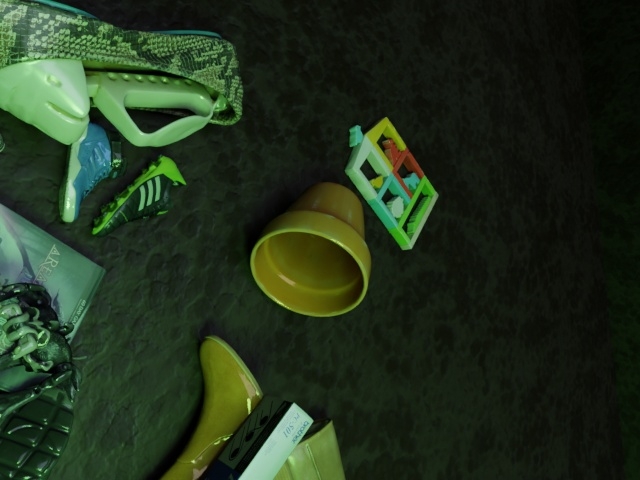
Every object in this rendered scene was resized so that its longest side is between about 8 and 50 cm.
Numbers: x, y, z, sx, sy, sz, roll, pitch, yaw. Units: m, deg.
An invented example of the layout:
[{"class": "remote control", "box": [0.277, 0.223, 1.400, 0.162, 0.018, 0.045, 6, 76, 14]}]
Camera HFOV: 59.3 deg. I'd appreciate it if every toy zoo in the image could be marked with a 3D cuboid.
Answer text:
[{"class": "toy zoo", "box": [0.159, -0.147, 1.294, 0.293, 0.030, 0.192, 51, 51, -24]}]

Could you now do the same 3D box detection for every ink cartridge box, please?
[{"class": "ink cartridge box", "box": [-0.104, 0.314, 0.775, 0.046, 0.097, 0.207, 47, 65, -16]}]

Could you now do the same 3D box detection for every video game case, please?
[{"class": "video game case", "box": [-0.406, 0.056, 0.673, 0.274, 0.026, 0.196, 46, 53, -44]}]

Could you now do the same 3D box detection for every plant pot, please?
[{"class": "plant pot", "box": [0.000, 0.000, 1.014, 0.205, 0.205, 0.188, 50, 37, -25]}]

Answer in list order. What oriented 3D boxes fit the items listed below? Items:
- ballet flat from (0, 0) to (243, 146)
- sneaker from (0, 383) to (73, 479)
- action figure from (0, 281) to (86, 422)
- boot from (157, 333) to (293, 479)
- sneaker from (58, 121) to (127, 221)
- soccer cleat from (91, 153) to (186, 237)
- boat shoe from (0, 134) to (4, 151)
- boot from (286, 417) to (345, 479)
[{"class": "ballet flat", "box": [-0.291, -0.218, 0.777, 0.482, 0.164, 0.182, -10, 80, -48]}, {"class": "sneaker", "box": [-0.378, 0.296, 0.650, 0.101, 0.106, 0.268, 25, 54, -10]}, {"class": "action figure", "box": [-0.353, 0.113, 0.606, 0.140, 0.276, 0.164, -21, 76, -10]}, {"class": "boot", "box": [-0.176, 0.313, 0.838, 0.211, 0.104, 0.295, -27, 95, -36]}, {"class": "sneaker", "box": [-0.320, -0.094, 0.805, 0.084, 0.058, 0.152, 12, 67, -33]}, {"class": "soccer cleat", "box": [-0.268, -0.057, 0.849, 0.072, 0.060, 0.179, 54, 48, -24]}, {"class": "boat shoe", "box": [-0.451, -0.161, 0.707, 0.125, 0.038, 0.046, 52, 51, -23]}, {"class": "boot", "box": [-0.030, 0.480, 0.959, 0.236, 0.089, 0.270, -19, 94, -52]}]
